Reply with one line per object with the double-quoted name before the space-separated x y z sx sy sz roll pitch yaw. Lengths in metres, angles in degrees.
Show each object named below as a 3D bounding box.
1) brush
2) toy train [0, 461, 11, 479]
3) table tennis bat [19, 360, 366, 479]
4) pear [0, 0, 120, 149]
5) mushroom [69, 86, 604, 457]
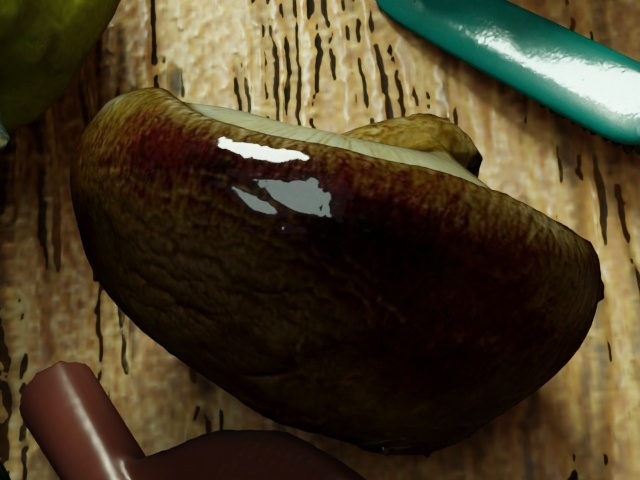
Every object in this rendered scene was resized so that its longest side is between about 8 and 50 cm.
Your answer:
"brush" 0.104 -0.094 0.703 0.193 0.032 0.043 33 79 35
"toy train" -0.270 0.174 0.525 0.369 0.150 0.237 12 55 8
"table tennis bat" -0.047 0.158 0.554 0.310 0.038 0.200 47 114 41
"pear" -0.225 -0.186 0.664 0.287 0.287 0.375 -28 67 -4
"mushroom" -0.003 0.014 0.577 0.231 0.194 0.138 18 105 24
